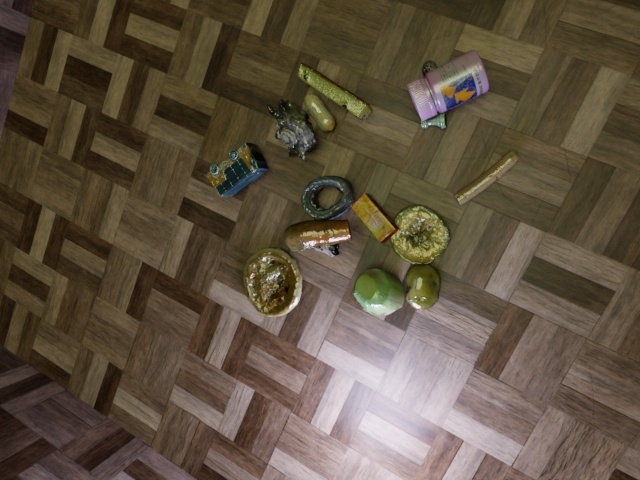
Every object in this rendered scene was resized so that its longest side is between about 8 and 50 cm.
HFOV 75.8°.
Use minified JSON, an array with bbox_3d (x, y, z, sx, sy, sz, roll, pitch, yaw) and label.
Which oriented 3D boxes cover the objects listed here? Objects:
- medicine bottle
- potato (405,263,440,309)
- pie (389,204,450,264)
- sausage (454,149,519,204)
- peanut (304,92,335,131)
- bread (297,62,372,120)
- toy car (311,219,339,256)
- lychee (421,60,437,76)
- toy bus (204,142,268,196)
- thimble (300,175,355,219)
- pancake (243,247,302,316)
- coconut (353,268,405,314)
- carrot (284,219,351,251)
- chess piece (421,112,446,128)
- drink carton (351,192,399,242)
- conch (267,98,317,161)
[{"bbox_3d":[0.522,-0.633,1.697,0.290,0.178,0.178,-23,88,16],"label":"medicine bottle"},{"bbox_3d":[0.450,0.202,1.804,0.137,0.154,0.200,4,96,32],"label":"potato"},{"bbox_3d":[0.440,-0.026,1.839,0.274,0.055,0.274,2,95,17],"label":"pie"},{"bbox_3d":[0.703,-0.263,1.738,0.301,0.066,0.066,-40,83,18],"label":"sausage"},{"bbox_3d":[-0.005,-0.594,1.906,0.087,0.087,0.207,-36,84,16],"label":"peanut"},{"bbox_3d":[0.062,-0.668,1.854,0.361,0.138,0.077,36,106,11],"label":"bread"},{"bbox_3d":[0.000,0.000,1.956,0.108,0.089,0.210,-35,83,15],"label":"toy car"},{"bbox_3d":[0.466,-0.730,1.763,0.068,0.067,0.083,21,81,-4],"label":"lychee"},{"bbox_3d":[-0.406,-0.345,2.023,0.275,0.138,0.167,-33,86,18],"label":"toy bus"},{"bbox_3d":[0.034,-0.194,1.887,0.236,0.172,0.205,-4,97,15],"label":"thimble"},{"bbox_3d":[-0.242,0.209,2.059,0.356,0.065,0.356,1,92,19],"label":"pancake"},{"bbox_3d":[0.263,0.233,1.841,0.236,0.236,0.205,-4,66,17],"label":"coconut"},{"bbox_3d":[-0.015,-0.033,1.846,0.301,0.139,0.139,-11,91,12],"label":"carrot"},{"bbox_3d":[0.490,-0.513,1.780,0.103,0.067,0.067,-3,94,25],"label":"chess piece"},{"bbox_3d":[0.245,-0.102,1.856,0.096,0.071,0.223,-45,70,20],"label":"drink carton"},{"bbox_3d":[-0.131,-0.511,1.877,0.186,0.240,0.313,-23,75,4],"label":"conch"}]
